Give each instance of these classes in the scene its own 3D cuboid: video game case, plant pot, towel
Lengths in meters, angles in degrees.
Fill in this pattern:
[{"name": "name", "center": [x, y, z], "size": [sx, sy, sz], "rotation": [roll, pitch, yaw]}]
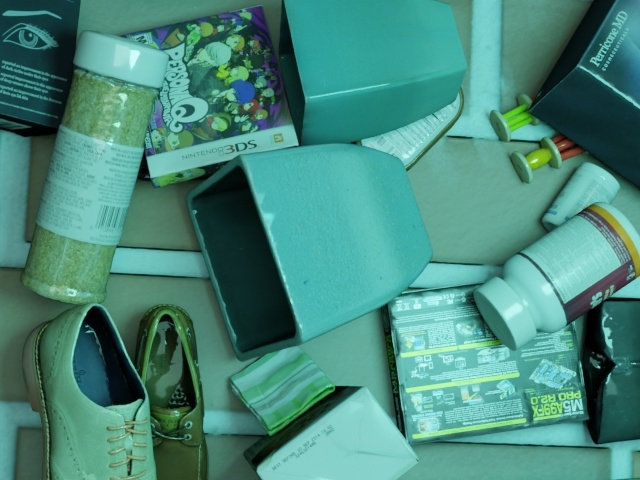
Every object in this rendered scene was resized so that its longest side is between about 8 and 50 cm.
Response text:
[{"name": "video game case", "center": [-0.156, -0.204, 1.734], "size": [0.210, 0.042, 0.232], "rotation": [-12, 70, -5]}, {"name": "plant pot", "center": [0.073, -0.242, 1.718], "size": [0.234, 0.165, 0.166], "rotation": [-9, 69, -7]}, {"name": "plant pot", "center": [0.000, 0.000, 1.676], "size": [0.252, 0.247, 0.248], "rotation": [-16, 86, -26]}, {"name": "towel", "center": [-0.055, 0.196, 1.690], "size": [0.113, 0.152, 0.023], "rotation": [-37, 119, -9]}]

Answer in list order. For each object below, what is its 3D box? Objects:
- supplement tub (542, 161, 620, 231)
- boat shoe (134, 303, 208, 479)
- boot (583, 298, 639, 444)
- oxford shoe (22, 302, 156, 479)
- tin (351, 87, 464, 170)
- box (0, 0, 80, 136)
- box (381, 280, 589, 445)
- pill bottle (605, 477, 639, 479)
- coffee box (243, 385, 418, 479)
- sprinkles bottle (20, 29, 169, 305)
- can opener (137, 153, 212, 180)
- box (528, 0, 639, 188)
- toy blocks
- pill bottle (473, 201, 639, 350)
[{"name": "supplement tub", "center": [0.379, -0.052, 1.803], "size": [0.071, 0.071, 0.107], "rotation": [38, 81, -2]}, {"name": "boat shoe", "center": [-0.212, 0.241, 1.684], "size": [0.110, 0.104, 0.307], "rotation": [-7, 85, -8]}, {"name": "boot", "center": [0.599, 0.260, 1.756], "size": [0.445, 0.146, 0.367], "rotation": [2, 74, -10]}, {"name": "oxford shoe", "center": [-0.278, 0.272, 1.598], "size": [0.140, 0.146, 0.397], "rotation": [-13, 76, -41]}, {"name": "tin", "center": [0.129, -0.174, 1.804], "size": [0.106, 0.040, 0.190], "rotation": [45, 81, -5]}, {"name": "box", "center": [-0.423, -0.258, 1.675], "size": [0.153, 0.108, 0.207], "rotation": [13, 79, -45]}, {"name": "box", "center": [0.232, 0.167, 1.769], "size": [0.270, 0.060, 0.216], "rotation": [-8, 86, -7]}, {"name": "pill bottle", "center": [0.341, 0.413, 1.709], "size": [0.264, 0.153, 0.153], "rotation": [-3, 85, -8]}, {"name": "coffee box", "center": [0.005, 0.282, 1.609], "size": [0.168, 0.297, 0.119], "rotation": [-36, 89, -8]}, {"name": "sprinkles bottle", "center": [-0.304, -0.096, 1.657], "size": [0.121, 0.121, 0.355], "rotation": [15, 98, -5]}, {"name": "can opener", "center": [-0.169, -0.109, 1.756], "size": [0.186, 0.073, 0.059], "rotation": [-11, 126, -7]}, {"name": "box", "center": [0.507, -0.238, 1.757], "size": [0.294, 0.183, 0.296], "rotation": [33, 69, -2]}, {"name": "toy blocks", "center": [0.340, -0.169, 1.819], "size": [0.148, 0.054, 0.123], "rotation": [-27, 88, -9]}, {"name": "pill bottle", "center": [0.328, 0.051, 1.701], "size": [0.221, 0.121, 0.121], "rotation": [-33, 89, -9]}]
